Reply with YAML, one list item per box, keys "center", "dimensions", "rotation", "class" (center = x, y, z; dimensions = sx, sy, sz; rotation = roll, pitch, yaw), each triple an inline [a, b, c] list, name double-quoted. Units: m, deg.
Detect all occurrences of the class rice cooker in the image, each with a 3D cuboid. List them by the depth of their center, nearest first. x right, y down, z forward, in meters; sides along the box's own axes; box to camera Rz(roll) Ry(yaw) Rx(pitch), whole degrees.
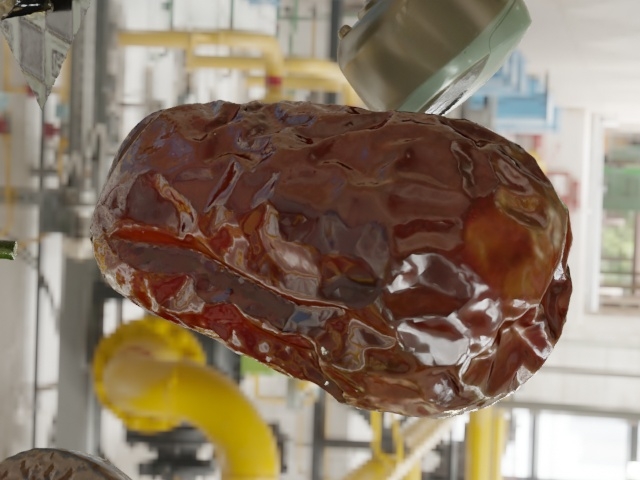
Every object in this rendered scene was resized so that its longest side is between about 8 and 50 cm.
- center: [0.096, -0.177, 1.264]
  dimensions: [0.145, 0.127, 0.206]
  rotation: [-40, -168, 38]
  class: "rice cooker"

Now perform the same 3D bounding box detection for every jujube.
- center: [0.000, 0.000, 1.037]
  dimensions: [0.342, 0.216, 0.216]
  rotation: [14, -174, 24]
  class: "jujube"

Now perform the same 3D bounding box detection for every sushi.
- center: [-0.259, -0.254, 1.183]
  dimensions: [0.047, 0.231, 0.219]
  rotation: [-15, 155, -35]
  class: "sushi"

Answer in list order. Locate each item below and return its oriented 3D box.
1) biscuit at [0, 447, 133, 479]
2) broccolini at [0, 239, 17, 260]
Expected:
- center: [-0.277, 0.389, 1.356]
  dimensions: [0.350, 0.394, 0.070]
  rotation: [26, 170, 42]
  class: "biscuit"
- center: [-0.367, 0.004, 1.286]
  dimensions: [0.203, 0.068, 0.091]
  rotation: [-12, 176, -7]
  class: "broccolini"
